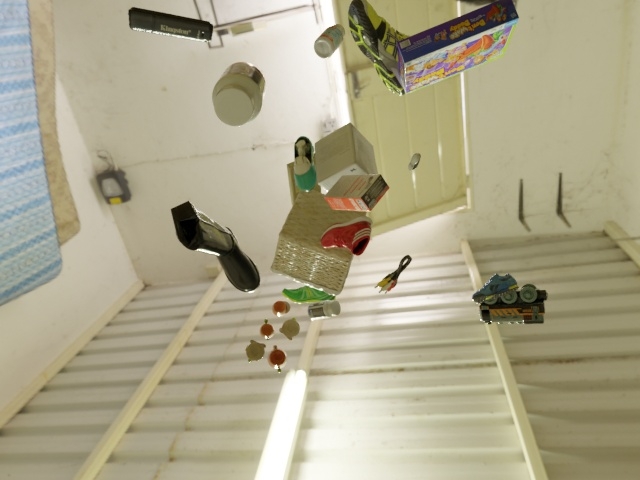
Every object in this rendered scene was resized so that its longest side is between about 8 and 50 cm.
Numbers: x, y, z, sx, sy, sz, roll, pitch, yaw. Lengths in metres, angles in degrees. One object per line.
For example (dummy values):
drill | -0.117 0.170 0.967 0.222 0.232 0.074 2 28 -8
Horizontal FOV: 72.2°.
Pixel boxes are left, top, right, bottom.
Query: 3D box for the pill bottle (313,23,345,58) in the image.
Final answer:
pill bottle | 0.041 -0.803 1.760 0.087 0.087 0.160 4 -133 30

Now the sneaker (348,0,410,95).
sneaker | 0.239 -0.727 1.614 0.147 0.384 0.145 -42 -147 0

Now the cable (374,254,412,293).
cable | 0.450 0.210 2.576 0.287 0.140 0.072 -44 -140 22

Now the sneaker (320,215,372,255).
sneaker | 0.082 0.003 1.548 0.221 0.087 0.128 -29 -143 35

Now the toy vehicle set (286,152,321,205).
toy vehicle set | -0.079 -0.301 2.231 0.166 0.266 0.035 -25 -130 -19

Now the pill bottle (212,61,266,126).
pill bottle | -0.292 -0.522 1.579 0.177 0.176 0.318 -10 -147 3

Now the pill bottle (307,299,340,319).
pill bottle | 0.017 0.303 1.926 0.137 0.078 0.078 -16 -164 39

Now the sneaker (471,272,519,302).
sneaker | 0.656 0.178 1.682 0.210 0.069 0.082 -14 -117 -18

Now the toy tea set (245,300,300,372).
toy tea set | -0.212 0.457 2.114 0.200 0.124 0.335 26 -109 3

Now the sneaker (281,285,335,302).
sneaker | -0.062 0.271 2.340 0.296 0.123 0.109 6 -173 -14

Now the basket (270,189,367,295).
basket | 0.000 0.000 1.876 0.332 0.266 0.328 20 -127 1

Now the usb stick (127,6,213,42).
usb stick | -0.517 -0.746 1.523 0.278 0.077 0.045 0 -133 -23

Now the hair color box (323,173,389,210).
hair color box | 0.095 -0.130 1.194 0.093 0.053 0.167 -50 -152 -19

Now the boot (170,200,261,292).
boot | -0.437 0.045 1.889 0.146 0.367 0.445 -36 165 -3

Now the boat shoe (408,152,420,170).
boat shoe | 0.494 -0.409 2.275 0.038 0.125 0.046 -16 -119 -22

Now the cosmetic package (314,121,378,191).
cosmetic package | 0.086 -0.251 1.448 0.152 0.151 0.183 -25 -129 29

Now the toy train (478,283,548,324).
toy train | 0.939 0.320 2.160 0.334 0.190 0.142 -8 180 27

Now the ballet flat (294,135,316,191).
ballet flat | -0.064 -0.280 1.544 0.083 0.087 0.247 -16 -131 15

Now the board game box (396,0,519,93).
board game box | 0.428 -0.617 1.418 0.347 0.078 0.233 -19 172 10
